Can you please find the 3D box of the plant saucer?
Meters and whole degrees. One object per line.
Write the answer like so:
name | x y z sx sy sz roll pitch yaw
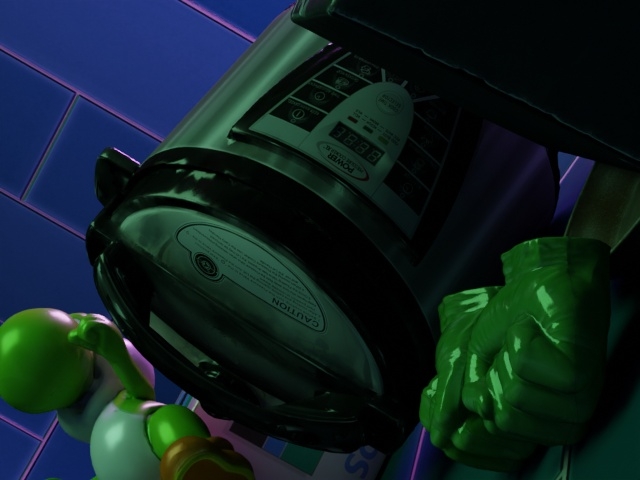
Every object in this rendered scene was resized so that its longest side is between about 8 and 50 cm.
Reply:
plant saucer | 0.290 -0.091 1.475 0.310 0.050 0.310 -59 5 9

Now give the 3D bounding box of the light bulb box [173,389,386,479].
light bulb box | -0.085 0.275 2.175 0.358 0.225 0.361 -62 4 -23

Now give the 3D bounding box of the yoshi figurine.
yoshi figurine | -0.228 0.183 1.886 0.204 0.203 0.362 -31 41 -14

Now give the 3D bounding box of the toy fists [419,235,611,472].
toy fists | 0.144 0.097 1.426 0.279 0.096 0.142 134 138 -67

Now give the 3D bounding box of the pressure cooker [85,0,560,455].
pressure cooker | 0.001 0.004 1.835 0.370 0.375 0.420 3 43 46

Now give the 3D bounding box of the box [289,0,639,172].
box | 0.213 -0.323 1.451 0.480 0.297 0.471 -127 61 -83
